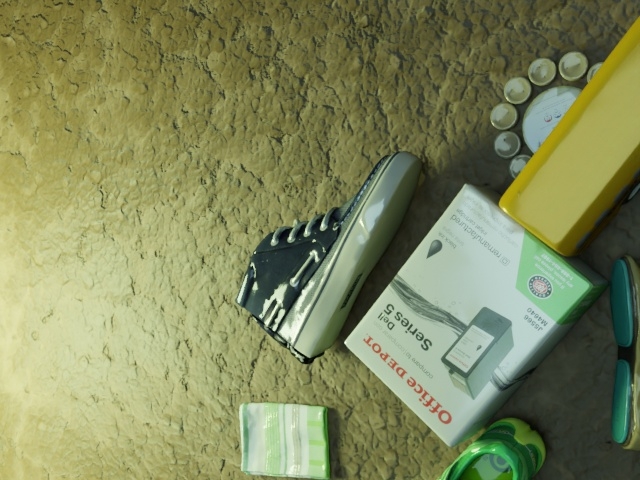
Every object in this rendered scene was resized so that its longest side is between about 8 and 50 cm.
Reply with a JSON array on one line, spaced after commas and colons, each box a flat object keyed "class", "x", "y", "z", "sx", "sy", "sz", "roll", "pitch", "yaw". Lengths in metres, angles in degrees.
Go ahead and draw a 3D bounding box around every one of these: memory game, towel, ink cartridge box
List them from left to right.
[{"class": "towel", "x": -0.057, "y": 0.306, "z": 1.193, "sx": 0.152, "sy": 0.023, "sz": 0.113, "roll": -5, "pitch": 88, "yaw": 29}, {"class": "ink cartridge box", "x": 0.195, "y": 0.095, "z": 1.001, "sx": 0.198, "sy": 0.115, "sz": 0.272, "roll": 43, "pitch": 109, "yaw": 23}, {"class": "memory game", "x": 0.310, "y": -0.149, "z": 0.999, "sx": 0.186, "sy": 0.012, "sz": 0.186, "roll": 0, "pitch": 89, "yaw": 29}]

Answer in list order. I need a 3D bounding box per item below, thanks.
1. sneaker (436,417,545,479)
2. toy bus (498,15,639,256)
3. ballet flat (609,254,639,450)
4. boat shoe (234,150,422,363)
[{"class": "sneaker", "x": 0.171, "y": 0.352, "z": 1.006, "sx": 0.109, "sy": 0.123, "sz": 0.295, "roll": 37, "pitch": 107, "yaw": 24}, {"class": "toy bus", "x": 0.354, "y": -0.143, "z": 0.893, "sx": 0.108, "sy": 0.130, "sz": 0.332, "roll": 42, "pitch": 108, "yaw": 22}, {"class": "ballet flat", "x": 0.387, "y": 0.132, "z": 0.930, "sx": 0.073, "sy": 0.080, "sz": 0.232, "roll": 0, "pitch": 92, "yaw": 1}, {"class": "boat shoe", "x": 0.000, "y": 0.000, "z": 1.102, "sx": 0.158, "sy": 0.127, "sz": 0.340, "roll": 33, "pitch": 106, "yaw": 18}]
